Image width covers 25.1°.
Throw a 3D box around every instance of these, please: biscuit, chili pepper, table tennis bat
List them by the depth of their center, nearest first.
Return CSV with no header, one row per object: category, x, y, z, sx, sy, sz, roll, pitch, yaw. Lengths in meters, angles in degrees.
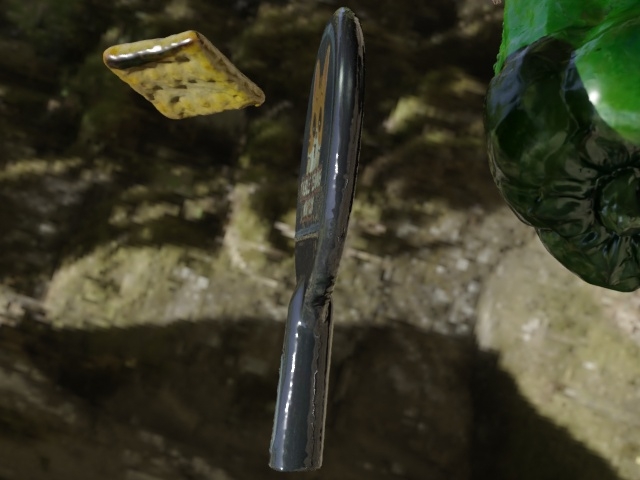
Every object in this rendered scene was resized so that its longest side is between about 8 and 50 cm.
table tennis bat,0.000,0.000,0.729,0.150,0.027,0.236,167,109,-83
chili pepper,0.208,-0.134,0.877,0.385,0.213,0.167,-63,-32,-49
biscuit,-0.089,-0.108,0.945,0.081,0.083,0.018,40,-126,-45

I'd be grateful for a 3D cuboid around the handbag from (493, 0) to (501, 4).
handbag,0.162,-0.334,1.383,0.116,0.179,0.205,-37,21,13
